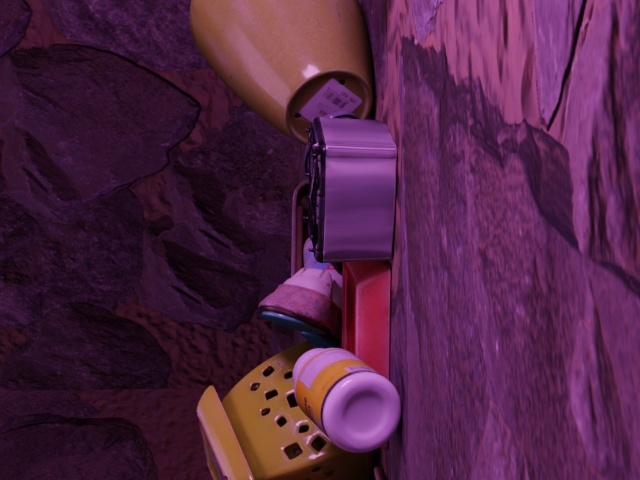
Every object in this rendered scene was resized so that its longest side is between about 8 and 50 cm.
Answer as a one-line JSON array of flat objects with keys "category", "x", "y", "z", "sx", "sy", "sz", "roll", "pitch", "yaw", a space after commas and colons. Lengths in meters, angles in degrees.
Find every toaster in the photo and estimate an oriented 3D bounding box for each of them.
[{"category": "toaster", "x": 0.037, "y": -0.068, "z": 1.452, "sx": 0.186, "sy": 0.110, "sz": 0.168, "roll": -100, "pitch": 10, "yaw": -71}]

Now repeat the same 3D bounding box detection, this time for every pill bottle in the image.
[{"category": "pill bottle", "x": 0.026, "y": 0.197, "z": 1.405, "sx": 0.184, "sy": 0.103, "sz": 0.103, "roll": -154, "pitch": 63, "yaw": -70}, {"category": "pill bottle", "x": 0.014, "y": 0.064, "z": 1.964, "sx": 0.160, "sy": 0.087, "sz": 0.087, "roll": -95, "pitch": 6, "yaw": -48}]

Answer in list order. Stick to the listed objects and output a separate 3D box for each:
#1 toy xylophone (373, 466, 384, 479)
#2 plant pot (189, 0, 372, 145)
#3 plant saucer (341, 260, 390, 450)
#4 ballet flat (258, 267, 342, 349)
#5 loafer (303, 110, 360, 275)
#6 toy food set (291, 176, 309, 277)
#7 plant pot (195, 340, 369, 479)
[{"category": "toy xylophone", "x": 0.052, "y": 0.436, "z": 1.467, "sx": 0.322, "sy": 0.081, "sz": 0.236, "roll": 167, "pitch": 103, "yaw": -86}, {"category": "plant pot", "x": -0.034, "y": -0.284, "z": 1.669, "sx": 0.293, "sy": 0.274, "sz": 0.275, "roll": -116, "pitch": 21, "yaw": -45}, {"category": "plant saucer", "x": 0.061, "y": 0.140, "z": 1.578, "sx": 0.259, "sy": 0.047, "sz": 0.258, "roll": -109, "pitch": 19, "yaw": -80}, {"category": "ballet flat", "x": -0.010, "y": 0.102, "z": 1.700, "sx": 0.316, "sy": 0.107, "sz": 0.106, "roll": 44, "pitch": -121, "yaw": -67}, {"category": "loafer", "x": 0.038, "y": -0.063, "z": 1.640, "sx": 0.302, "sy": 0.109, "sz": 0.095, "roll": 92, "pitch": 158, "yaw": -53}, {"category": "toy food set", "x": 0.000, "y": 0.000, "z": 2.319, "sx": 0.220, "sy": 0.092, "sz": 0.306, "roll": -56, "pitch": -32, "yaw": -76}, {"category": "plant pot", "x": -0.062, "y": 0.327, "z": 1.669, "sx": 0.228, "sy": 0.207, "sz": 0.227, "roll": 87, "pitch": 160, "yaw": -43}]
